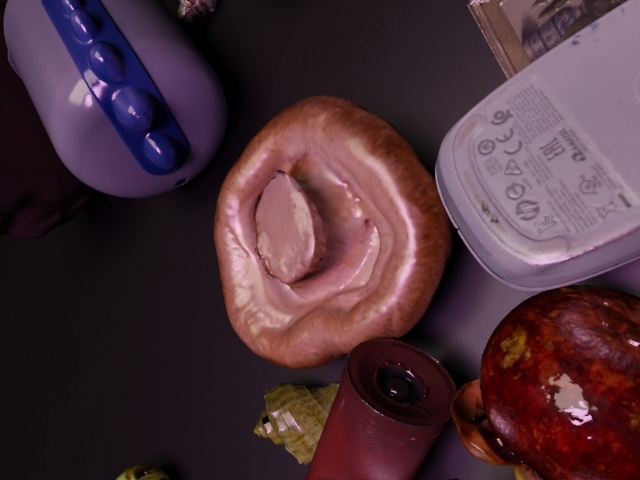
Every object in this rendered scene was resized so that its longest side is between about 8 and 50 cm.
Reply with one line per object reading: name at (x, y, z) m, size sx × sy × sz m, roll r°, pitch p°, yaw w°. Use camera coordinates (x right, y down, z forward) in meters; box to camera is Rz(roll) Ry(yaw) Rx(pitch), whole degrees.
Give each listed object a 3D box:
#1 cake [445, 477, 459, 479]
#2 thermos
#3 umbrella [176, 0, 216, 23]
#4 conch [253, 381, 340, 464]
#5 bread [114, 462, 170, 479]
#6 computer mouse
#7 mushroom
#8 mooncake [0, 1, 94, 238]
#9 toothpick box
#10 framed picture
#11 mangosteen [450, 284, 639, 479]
cake at (0.108, 0.335, 0.329) m, size 0.196 × 0.198 × 0.293 m, roll 13°, pitch 110°, yaw 29°
thermos at (0.037, 0.203, 0.505) m, size 0.124 × 0.098 × 0.232 m, roll -84°, pitch 9°, yaw -59°
umbrella at (-0.172, -0.388, 0.830) m, size 0.062 × 0.067 × 0.143 m, roll 33°, pitch 99°, yaw 9°
conch at (-0.018, 0.193, 0.599) m, size 0.121 × 0.074 × 0.089 m, roll -22°, pitch 82°, yaw 14°
bread at (-0.229, 0.368, 0.735) m, size 0.130 × 0.071 × 0.139 m, roll -45°, pitch 58°, yaw 30°
computer mouse at (0.226, -0.078, 0.390) m, size 0.288 × 0.097 × 0.160 m, roll -35°, pitch 62°, yaw 18°
mushroom at (0.000, 0.000, 0.557) m, size 0.278 × 0.146 × 0.278 m, roll 1°, pitch 91°, yaw 35°
mooncake at (-0.522, -0.178, 0.894) m, size 0.212 × 0.350 × 0.381 m, roll -36°, pitch 33°, yaw 38°
toothpick box at (-0.274, -0.218, 0.759) m, size 0.263 × 0.263 × 0.355 m, roll -51°, pitch 55°, yaw 22°
framed picture at (0.251, -0.215, 0.464) m, size 0.231 × 0.010 × 0.173 m, roll -35°, pitch 62°, yaw 32°
mangosteen at (0.184, 0.116, 0.398) m, size 0.155 × 0.181 × 0.146 m, roll 26°, pitch 55°, yaw 26°
